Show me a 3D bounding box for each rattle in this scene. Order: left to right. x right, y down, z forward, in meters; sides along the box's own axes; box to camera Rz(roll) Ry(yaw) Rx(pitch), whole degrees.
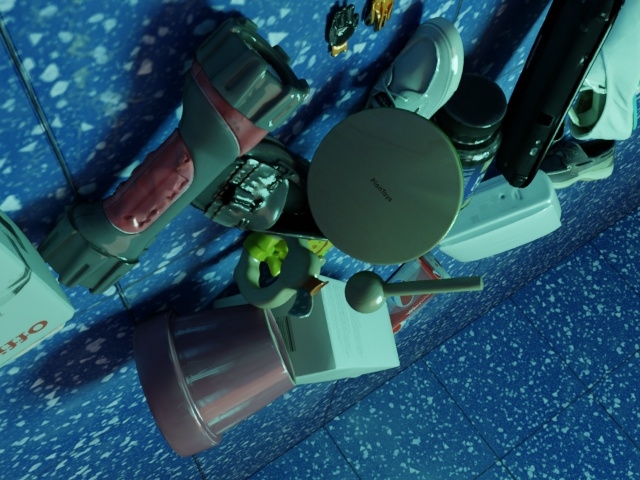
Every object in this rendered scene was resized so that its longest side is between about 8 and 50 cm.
[{"bbox_3d":[-0.020,0.059,0.986,0.130,0.199,0.143,-55,131,-16],"label":"rattle"}]

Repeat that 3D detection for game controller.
[{"bbox_3d":[0.316,-0.229,0.991,0.166,0.067,0.319,-73,179,-48],"label":"game controller"}]

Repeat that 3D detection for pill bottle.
[{"bbox_3d":[0.194,-0.138,1.060,0.122,0.123,0.219,-30,160,-20],"label":"pill bottle"}]

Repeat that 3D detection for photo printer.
[{"bbox_3d":[0.370,-0.044,1.513,0.256,0.107,0.307,-22,165,17],"label":"photo printer"}]

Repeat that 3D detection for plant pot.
[{"bbox_3d":[-0.140,0.177,1.017,0.180,0.201,0.201,-21,160,0],"label":"plant pot"}]

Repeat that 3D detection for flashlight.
[{"bbox_3d":[-0.149,-0.069,0.678,0.304,0.103,0.103,-40,-170,18],"label":"flashlight"}]

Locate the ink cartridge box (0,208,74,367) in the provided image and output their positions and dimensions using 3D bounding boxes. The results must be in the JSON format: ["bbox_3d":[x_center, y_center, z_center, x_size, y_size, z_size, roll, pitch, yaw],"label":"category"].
[{"bbox_3d":[-0.337,0.031,0.543,0.197,0.114,0.273,-34,159,-12],"label":"ink cartridge box"}]

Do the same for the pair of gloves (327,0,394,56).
[{"bbox_3d":[0.042,-0.233,0.759,0.083,0.010,0.074,-30,161,-11],"label":"pair of gloves"}]

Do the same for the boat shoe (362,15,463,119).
[{"bbox_3d":[0.100,-0.172,0.888,0.081,0.079,0.227,-31,163,-30],"label":"boat shoe"}]

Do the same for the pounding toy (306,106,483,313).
[{"bbox_3d":[0.091,-0.043,0.885,0.182,0.237,0.110,-14,-174,14],"label":"pounding toy"}]

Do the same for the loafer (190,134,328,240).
[{"bbox_3d":[-0.056,-0.054,0.860,0.109,0.095,0.302,-44,159,18],"label":"loafer"}]

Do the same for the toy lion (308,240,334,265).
[{"bbox_3d":[0.000,0.000,1.180,0.100,0.034,0.096,-38,153,0],"label":"toy lion"}]

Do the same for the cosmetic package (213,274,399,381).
[{"bbox_3d":[-0.010,0.169,1.260,0.196,0.155,0.365,-15,168,17],"label":"cosmetic package"}]

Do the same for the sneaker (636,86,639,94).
[{"bbox_3d":[0.652,-0.356,1.477,0.061,0.054,0.152,-3,136,-43],"label":"sneaker"}]

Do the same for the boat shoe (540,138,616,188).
[{"bbox_3d":[0.562,-0.182,1.643,0.285,0.103,0.092,-10,122,-26],"label":"boat shoe"}]

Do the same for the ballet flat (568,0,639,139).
[{"bbox_3d":[0.468,-0.277,1.210,0.139,0.139,0.400,-38,152,1],"label":"ballet flat"}]

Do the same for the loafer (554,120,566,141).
[{"bbox_3d":[0.406,-0.208,1.322,0.096,0.084,0.267,-40,160,8],"label":"loafer"}]

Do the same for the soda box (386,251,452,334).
[{"bbox_3d":[0.186,0.145,1.718,0.083,0.092,0.263,-11,147,-53],"label":"soda box"}]
